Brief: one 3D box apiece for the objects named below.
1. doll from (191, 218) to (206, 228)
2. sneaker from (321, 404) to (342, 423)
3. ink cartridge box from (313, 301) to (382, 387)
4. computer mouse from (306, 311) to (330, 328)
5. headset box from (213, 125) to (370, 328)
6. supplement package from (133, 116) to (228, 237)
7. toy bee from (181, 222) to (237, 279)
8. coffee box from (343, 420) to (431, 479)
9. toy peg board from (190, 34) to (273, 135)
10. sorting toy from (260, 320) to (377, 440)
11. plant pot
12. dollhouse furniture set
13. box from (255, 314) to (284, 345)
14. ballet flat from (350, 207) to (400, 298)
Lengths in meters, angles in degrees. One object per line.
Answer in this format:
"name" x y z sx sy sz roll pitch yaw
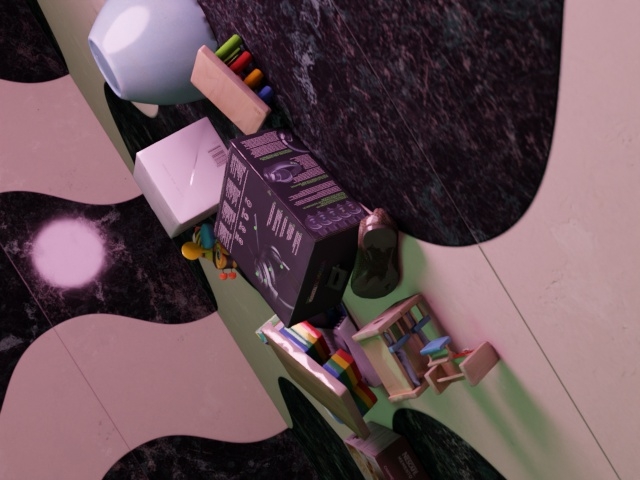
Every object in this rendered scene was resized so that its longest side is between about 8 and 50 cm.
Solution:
"doll" -0.348 -0.071 2.032 0.046 0.189 0.129 53 163 16
"sneaker" 0.010 0.422 2.077 0.229 0.087 0.092 60 165 0
"ink cartridge box" 0.050 0.238 1.710 0.224 0.045 0.223 59 163 -2
"computer mouse" -0.048 0.148 1.731 0.262 0.060 0.184 55 164 45
"headset box" -0.055 -0.019 1.308 0.283 0.131 0.246 49 142 28
"supplement package" -0.338 -0.153 1.843 0.199 0.198 0.262 59 162 -2
"toy bee" -0.284 0.029 2.003 0.298 0.195 0.162 163 104 -82
"coffee box" 0.166 0.568 1.868 0.141 0.098 0.246 59 163 -5
"toy peg board" -0.146 -0.288 1.328 0.160 0.079 0.161 43 164 -6
"sorting toy" 0.013 0.299 1.640 0.257 0.089 0.255 34 160 34
"plant pot" -0.354 -0.395 1.481 0.290 0.195 0.290 50 161 25
"dollhouse furniture set" 0.177 0.156 1.141 0.183 0.129 0.129 -28 94 49
"box" -0.088 0.217 1.782 0.043 0.105 0.179 49 180 16
"ballet flat" 0.091 0.024 1.207 0.250 0.084 0.058 86 180 -57
